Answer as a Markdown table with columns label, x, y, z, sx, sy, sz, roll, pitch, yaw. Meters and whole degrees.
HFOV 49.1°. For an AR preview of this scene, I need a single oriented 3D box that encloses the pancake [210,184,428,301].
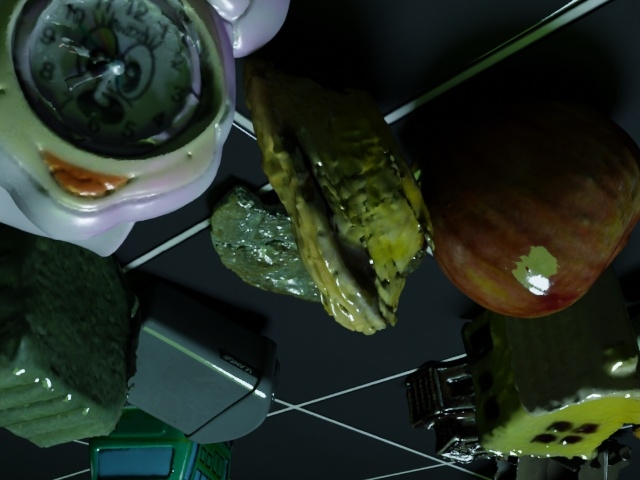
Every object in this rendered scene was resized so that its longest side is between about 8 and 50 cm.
| label | x | y | z | sx | sy | sz | roll | pitch | yaw |
| --- | --- | --- | --- | --- | --- | --- | --- | --- | --- |
| pancake | 0.000 | 0.000 | 0.775 | 0.254 | 0.037 | 0.253 | 1 | 148 | 1 |

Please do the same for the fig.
| label | x | y | z | sx | sy | sz | roll | pitch | yaw |
| --- | --- | --- | --- | --- | --- | --- | --- | --- | --- |
| fig | 0.166 | -0.033 | 0.602 | 0.205 | 0.205 | 0.205 | 1 | 147 | 0 |

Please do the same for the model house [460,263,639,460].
| label | x | y | z | sx | sy | sz | roll | pitch | yaw |
| --- | --- | --- | --- | --- | --- | --- | --- | --- | --- |
| model house | 0.300 | 0.139 | 0.847 | 0.175 | 0.193 | 0.234 | 11 | 143 | -13 |

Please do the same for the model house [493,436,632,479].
| label | x | y | z | sx | sy | sz | roll | pitch | yaw |
| --- | --- | --- | --- | --- | --- | --- | --- | --- | --- |
| model house | 0.480 | 0.432 | 1.336 | 0.243 | 0.211 | 0.204 | -13 | -159 | -32 |

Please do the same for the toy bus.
| label | x | y | z | sx | sy | sz | roll | pitch | yaw |
| --- | --- | --- | --- | --- | --- | --- | --- | --- | --- |
| toy bus | -0.278 | 0.409 | 1.275 | 0.184 | 0.199 | 0.343 | -5 | 149 | 7 |

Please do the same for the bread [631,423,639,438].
| label | x | y | z | sx | sy | sz | roll | pitch | yaw |
| --- | --- | --- | --- | --- | --- | --- | --- | --- | --- |
| bread | 0.651 | 0.314 | 1.189 | 0.271 | 0.077 | 0.139 | 16 | 144 | -27 |

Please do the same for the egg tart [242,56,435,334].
| label | x | y | z | sx | sy | sz | roll | pitch | yaw |
| --- | --- | --- | --- | --- | --- | --- | --- | --- | --- |
| egg tart | 0.018 | -0.041 | 0.546 | 0.106 | 0.241 | 0.241 | -23 | 143 | 6 |

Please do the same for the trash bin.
| label | x | y | z | sx | sy | sz | roll | pitch | yaw |
| --- | --- | --- | --- | --- | --- | --- | --- | --- | --- |
| trash bin | -0.172 | 0.172 | 0.941 | 0.236 | 0.101 | 0.177 | 36 | 124 | -25 |

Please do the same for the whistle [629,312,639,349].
| label | x | y | z | sx | sy | sz | roll | pitch | yaw |
| --- | --- | --- | --- | --- | --- | --- | --- | --- | --- |
| whistle | 0.422 | 0.115 | 0.898 | 0.126 | 0.067 | 0.258 | -39 | 165 | -16 |

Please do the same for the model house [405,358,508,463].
| label | x | y | z | sx | sy | sz | roll | pitch | yaw |
| --- | --- | --- | --- | --- | --- | --- | --- | --- | --- |
| model house | 0.207 | 0.273 | 1.110 | 0.152 | 0.165 | 0.106 | -15 | 161 | 26 |

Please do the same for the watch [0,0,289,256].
| label | x | y | z | sx | sy | sz | roll | pitch | yaw |
| --- | --- | --- | --- | --- | --- | --- | --- | --- | --- |
| watch | -0.163 | -0.120 | 0.474 | 0.211 | 0.248 | 0.217 | 19 | 169 | -28 |

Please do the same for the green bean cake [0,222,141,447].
| label | x | y | z | sx | sy | sz | roll | pitch | yaw |
| --- | --- | --- | --- | --- | --- | --- | --- | --- | --- |
| green bean cake | -0.288 | 0.081 | 0.736 | 0.125 | 0.227 | 0.222 | -14 | 144 | 13 |
